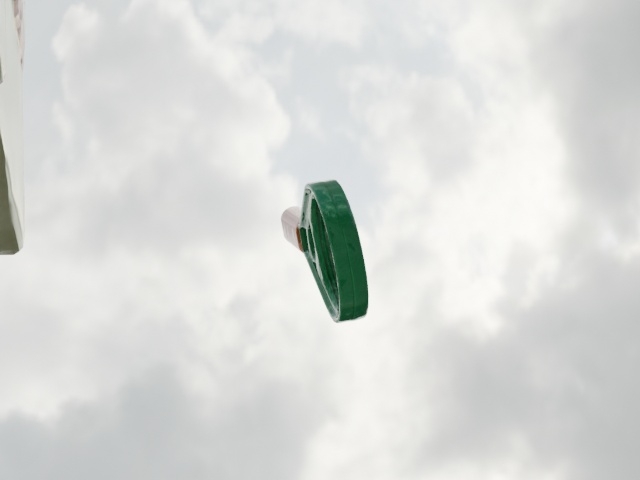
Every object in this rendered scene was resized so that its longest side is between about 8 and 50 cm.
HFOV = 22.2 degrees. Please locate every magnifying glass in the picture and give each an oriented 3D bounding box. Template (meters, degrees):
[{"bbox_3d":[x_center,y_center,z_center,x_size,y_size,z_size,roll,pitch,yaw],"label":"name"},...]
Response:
[{"bbox_3d":[0.000,0.000,1.100,0.026,0.231,0.092,-12,-82,-9],"label":"magnifying glass"}]

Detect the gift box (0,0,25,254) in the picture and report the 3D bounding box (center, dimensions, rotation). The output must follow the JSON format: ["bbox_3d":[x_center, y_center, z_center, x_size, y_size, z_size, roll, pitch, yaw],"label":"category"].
[{"bbox_3d":[-0.230,-0.149,0.567,0.255,0.276,0.258,-7,-17,-10],"label":"gift box"}]
